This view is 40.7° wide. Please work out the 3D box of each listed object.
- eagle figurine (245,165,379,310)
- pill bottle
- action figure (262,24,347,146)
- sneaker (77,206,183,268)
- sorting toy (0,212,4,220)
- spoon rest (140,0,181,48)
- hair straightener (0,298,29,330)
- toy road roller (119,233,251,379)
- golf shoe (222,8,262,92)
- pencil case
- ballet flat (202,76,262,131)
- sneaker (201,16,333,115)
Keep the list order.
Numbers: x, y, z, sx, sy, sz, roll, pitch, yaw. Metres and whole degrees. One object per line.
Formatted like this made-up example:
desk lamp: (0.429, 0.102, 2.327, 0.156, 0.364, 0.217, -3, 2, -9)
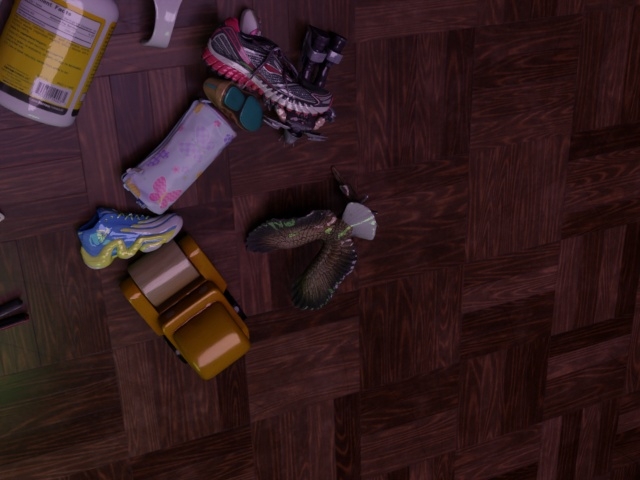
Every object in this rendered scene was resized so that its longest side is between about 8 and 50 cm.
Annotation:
eagle figurine: (0.001, 0.005, 2.117, 0.298, 0.226, 0.225, -38, 144, -11)
pill bottle: (-0.508, -0.406, 1.675, 0.188, 0.188, 0.334, 20, 102, -32)
action figure: (-0.029, -0.345, 1.995, 0.185, 0.099, 0.285, 10, 112, -36)
sneaker: (-0.434, -0.030, 1.944, 0.240, 0.091, 0.126, -27, 121, -12)
sorting toy: (-0.716, -0.044, 1.833, 0.075, 0.045, 0.083, 29, 98, -40)
spoon rest: (-0.317, -0.529, 1.773, 0.137, 0.084, 0.276, 1, 113, -26)
hair straightener: (-0.771, 0.173, 1.910, 0.230, 0.047, 0.089, -17, 119, -13)
toy road roller: (-0.292, 0.172, 2.015, 0.202, 0.240, 0.329, -37, 123, -7)
golf shoe: (-0.177, -0.417, 1.901, 0.086, 0.067, 0.186, 0, 113, -24)
pencil case: (-0.314, -0.186, 1.917, 0.273, 0.113, 0.124, -46, 103, 0)
ballet flat: (-0.193, -0.308, 1.917, 0.080, 0.073, 0.232, -63, 162, -5)
sneaker: (-0.100, -0.362, 1.845, 0.299, 0.121, 0.112, 25, 109, -22)
